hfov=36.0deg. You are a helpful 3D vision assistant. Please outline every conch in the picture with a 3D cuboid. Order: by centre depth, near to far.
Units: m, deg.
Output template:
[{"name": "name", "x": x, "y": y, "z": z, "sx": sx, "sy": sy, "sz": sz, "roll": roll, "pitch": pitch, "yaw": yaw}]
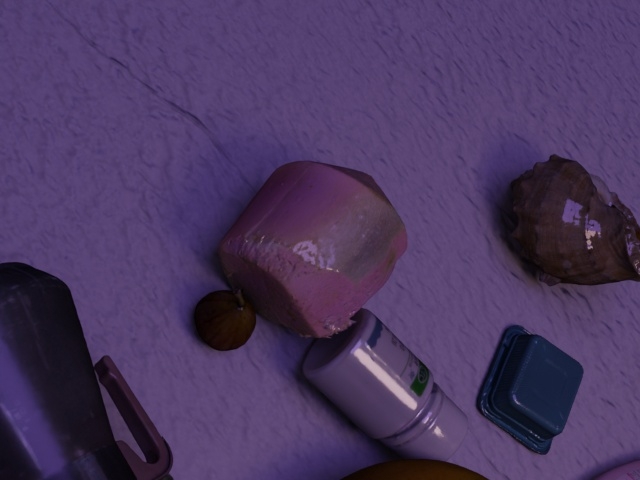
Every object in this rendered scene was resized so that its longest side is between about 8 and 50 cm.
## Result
[{"name": "conch", "x": 0.457, "y": -0.010, "z": 1.672, "sx": 0.263, "sy": 0.186, "sz": 0.324, "roll": -13, "pitch": 56, "yaw": -43}]

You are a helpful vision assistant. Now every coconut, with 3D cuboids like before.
[{"name": "coconut", "x": 0.000, "y": 0.000, "z": 1.413, "sx": 0.233, "sy": 0.233, "sz": 0.245, "roll": 46, "pitch": 64, "yaw": -10}]

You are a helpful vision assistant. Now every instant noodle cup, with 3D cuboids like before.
[{"name": "instant noodle cup", "x": 0.354, "y": 0.239, "z": 1.614, "sx": 0.157, "sy": 0.070, "sz": 0.179, "roll": 35, "pitch": 63, "yaw": -13}]

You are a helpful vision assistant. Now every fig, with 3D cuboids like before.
[{"name": "fig", "x": -0.122, "y": 0.103, "z": 1.364, "sx": 0.089, "sy": 0.125, "sz": 0.089, "roll": 9, "pitch": 67, "yaw": -23}]

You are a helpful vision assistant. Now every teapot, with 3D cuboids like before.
[{"name": "teapot", "x": -0.325, "y": 0.218, "z": 1.134, "sx": 0.344, "sy": 0.253, "sz": 0.300, "roll": 57, "pitch": 31, "yaw": 10}]

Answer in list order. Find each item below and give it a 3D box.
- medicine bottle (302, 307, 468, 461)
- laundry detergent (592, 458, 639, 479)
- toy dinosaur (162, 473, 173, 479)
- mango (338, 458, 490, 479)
[{"name": "medicine bottle", "x": 0.099, "y": 0.221, "z": 1.440, "sx": 0.237, "sy": 0.139, "sz": 0.139, "roll": 43, "pitch": 60, "yaw": -15}, {"name": "laundry detergent", "x": 0.488, "y": 0.458, "z": 1.607, "sx": 0.335, "sy": 0.088, "sz": 0.159, "roll": -12, "pitch": 63, "yaw": -29}, {"name": "toy dinosaur", "x": -0.211, "y": 0.376, "z": 1.266, "sx": 0.363, "sy": 0.076, "sz": 0.147, "roll": 44, "pitch": 61, "yaw": -11}, {"name": "mango", "x": 0.107, "y": 0.431, "z": 1.323, "sx": 0.378, "sy": 0.221, "sz": 0.264, "roll": -18, "pitch": 66, "yaw": -23}]
